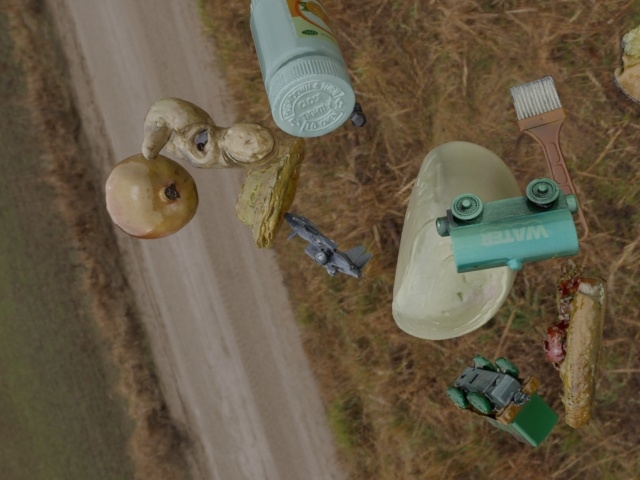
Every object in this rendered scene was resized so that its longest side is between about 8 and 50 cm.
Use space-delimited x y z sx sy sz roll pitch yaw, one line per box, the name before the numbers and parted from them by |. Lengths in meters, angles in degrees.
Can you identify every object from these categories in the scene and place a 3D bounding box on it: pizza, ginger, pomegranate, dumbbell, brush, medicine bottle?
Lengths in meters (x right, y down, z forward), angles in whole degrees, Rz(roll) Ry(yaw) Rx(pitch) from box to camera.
pizza | 0.619 0.203 1.689 0.130 0.406 0.439 1 123 13
ginger | -0.128 -0.106 0.710 0.288 0.089 0.075 20 117 51
pomegranate | -0.347 -0.093 1.412 0.191 0.191 0.191 28 126 46
dumbbell | 0.087 -0.306 1.651 0.083 0.040 0.036 -103 20 -55
brush | 0.431 -0.145 1.248 0.017 0.090 0.314 38 -144 -84
medicine bottle | -0.043 -0.363 1.308 0.158 0.158 0.318 118 146 -47

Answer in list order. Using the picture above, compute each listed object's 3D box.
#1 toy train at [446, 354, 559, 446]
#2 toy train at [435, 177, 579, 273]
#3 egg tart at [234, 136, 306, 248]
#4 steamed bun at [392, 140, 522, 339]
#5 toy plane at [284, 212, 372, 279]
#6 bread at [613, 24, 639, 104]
toy train | 0.299 0.266 1.126 0.136 0.091 0.228 44 167 -3
toy train | 0.331 -0.016 1.194 0.101 0.248 0.159 64 -159 -53
egg tart | -0.133 -0.130 1.732 0.128 0.319 0.319 20 132 0
steamed bun | 0.353 0.021 1.705 0.290 0.371 0.456 13 140 2
toy plane | -0.007 0.010 1.582 0.267 0.088 0.212 28 171 34
bread | 0.722 -0.336 1.330 0.262 0.204 0.162 17 156 8
